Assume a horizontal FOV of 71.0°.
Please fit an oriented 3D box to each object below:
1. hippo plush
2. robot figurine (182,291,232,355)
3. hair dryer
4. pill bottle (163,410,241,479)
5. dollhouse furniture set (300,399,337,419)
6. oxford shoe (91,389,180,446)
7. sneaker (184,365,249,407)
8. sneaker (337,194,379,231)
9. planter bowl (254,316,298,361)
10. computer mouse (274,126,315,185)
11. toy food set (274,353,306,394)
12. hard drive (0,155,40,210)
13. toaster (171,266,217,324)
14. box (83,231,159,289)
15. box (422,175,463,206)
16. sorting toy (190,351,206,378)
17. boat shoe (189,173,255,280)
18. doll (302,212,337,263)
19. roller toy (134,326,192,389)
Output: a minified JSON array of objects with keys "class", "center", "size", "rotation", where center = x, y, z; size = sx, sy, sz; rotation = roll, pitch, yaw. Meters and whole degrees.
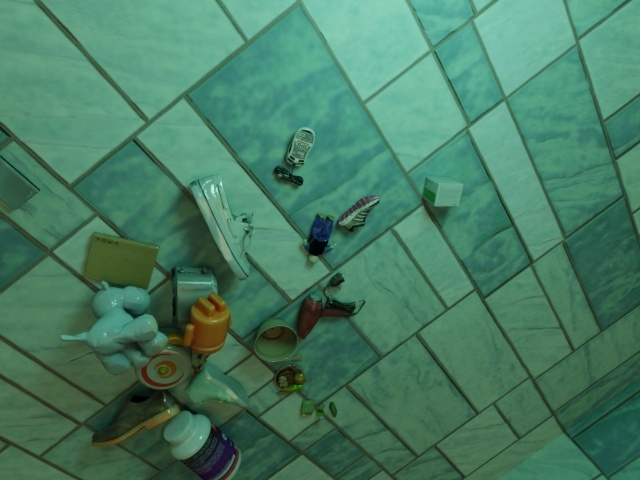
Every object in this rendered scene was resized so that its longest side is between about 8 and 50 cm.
[{"class":"hippo plush","center":[-0.654,0.273,1.443],"size":[0.294,0.236,0.234],"rotation":[-4,132,-25]},{"class":"robot figurine","center":[-0.360,0.276,1.451],"size":[0.128,0.158,0.219],"rotation":[13,118,-4]},{"class":"hair dryer","center":[0.024,0.280,1.723],"size":[0.293,0.080,0.224],"rotation":[-35,119,3]},{"class":"pill bottle","center":[-0.467,0.817,1.777],"size":[0.181,0.181,0.323],"rotation":[-31,119,0]},{"class":"dollhouse furniture set","center":[-0.009,0.736,1.940],"size":[0.151,0.058,0.076],"rotation":[5,112,-18]},{"class":"oxford shoe","center":[-0.709,0.660,1.692],"size":[0.363,0.130,0.133],"rotation":[-26,86,4]},{"class":"sneaker","center":[-0.404,0.601,1.747],"size":[0.151,0.094,0.256],"rotation":[-41,117,8]},{"class":"sneaker","center":[0.145,-0.092,1.594],"size":[0.170,0.063,0.075],"rotation":[-37,119,9]},{"class":"planter bowl","center":[-0.174,0.357,1.686],"size":[0.162,0.109,0.162],"rotation":[-6,115,-13]},{"class":"computer mouse","center":[-0.073,-0.279,1.456],"size":[0.106,0.042,0.193],"rotation":[18,114,-18]},{"class":"toy food set","center":[-0.123,0.562,1.836],"size":[0.132,0.038,0.192],"rotation":[-8,116,-12]},{"class":"hard drive","center":[-0.894,-0.163,1.284],"size":[0.094,0.022,0.135],"rotation":[-37,119,3]},{"class":"toaster","center":[-0.429,0.194,1.526],"size":[0.146,0.129,0.227],"rotation":[-1,116,-18]},{"class":"box","center":[-0.647,0.070,1.464],"size":[0.201,0.021,0.164],"rotation":[14,111,-22]},{"class":"box","center":[0.438,-0.177,1.614],"size":[0.102,0.101,0.087],"rotation":[0,114,-16]},{"class":"sorting toy","center":[-0.402,0.370,1.623],"size":[0.046,0.132,0.274],"rotation":[32,101,1]},{"class":"boat shoe","center":[-0.277,-0.049,1.464],"size":[0.156,0.136,0.367],"rotation":[-24,109,-7]},{"class":"doll","center":[0.000,0.000,1.603],"size":[0.129,0.046,0.189],"rotation":[12,110,-20]},{"class":"roller toy","center":[-0.549,0.418,1.585],"size":[0.209,0.146,0.191],"rotation":[-26,119,-4]}]
